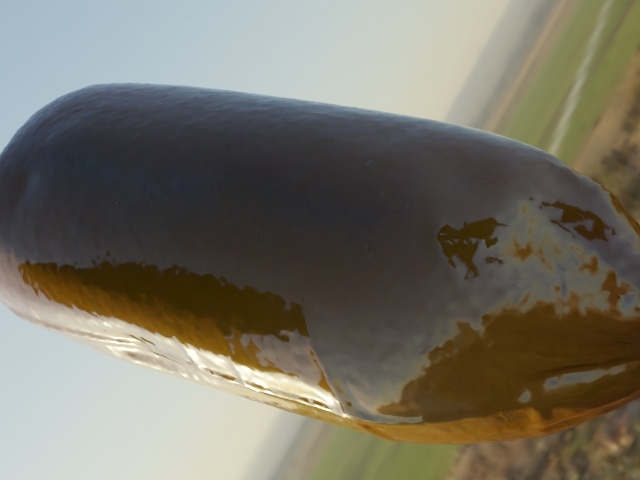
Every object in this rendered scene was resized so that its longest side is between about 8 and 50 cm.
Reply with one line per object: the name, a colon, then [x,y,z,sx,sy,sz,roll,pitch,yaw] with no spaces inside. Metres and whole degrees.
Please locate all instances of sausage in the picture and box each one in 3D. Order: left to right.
sausage: [-0.001,0.006,0.559,0.112,0.328,0.112,-13,-72,-45]
